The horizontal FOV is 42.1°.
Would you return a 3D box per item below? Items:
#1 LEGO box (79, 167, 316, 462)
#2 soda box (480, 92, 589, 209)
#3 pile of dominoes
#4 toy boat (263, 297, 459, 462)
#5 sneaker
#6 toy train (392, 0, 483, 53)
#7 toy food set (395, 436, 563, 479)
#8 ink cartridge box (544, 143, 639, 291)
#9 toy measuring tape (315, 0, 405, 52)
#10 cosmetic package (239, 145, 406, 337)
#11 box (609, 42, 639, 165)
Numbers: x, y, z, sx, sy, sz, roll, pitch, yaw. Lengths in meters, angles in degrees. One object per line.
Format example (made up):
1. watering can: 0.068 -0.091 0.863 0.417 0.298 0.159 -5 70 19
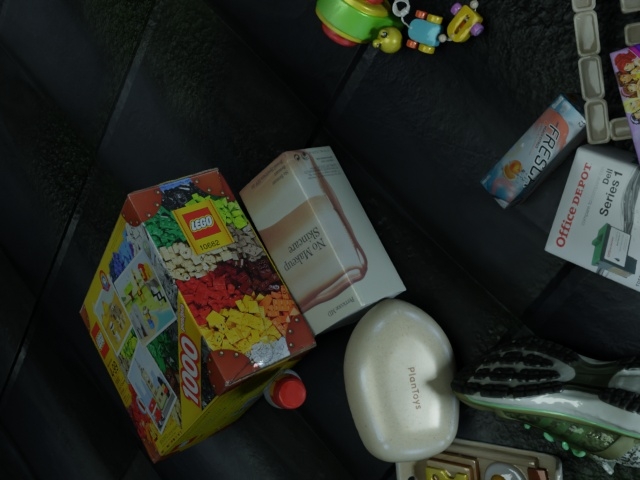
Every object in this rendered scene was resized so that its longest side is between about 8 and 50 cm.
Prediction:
1. LEGO box: -0.260 0.161 1.589 0.372 0.193 0.500 59 145 15
2. soda box: 0.317 -0.128 1.197 0.058 0.063 0.183 52 127 19
3. pile of dominoes: 0.435 -0.262 1.078 0.196 0.040 0.251 -6 97 21
4. toy boat: 0.068 0.233 1.369 0.148 0.318 0.267 146 120 -79
5. sneaker: 0.370 0.264 1.201 0.410 0.158 0.182 4 120 45
6. toy train: 0.196 -0.356 1.266 0.166 0.046 0.125 -19 86 38
7. toy food set: 0.259 0.448 1.355 0.306 0.092 0.220 0 100 40
8. ink cartridge box: 0.430 -0.022 1.103 0.219 0.092 0.160 26 114 33
9. toy measuring tape: 0.014 -0.418 1.360 0.330 0.121 0.121 50 127 21
10. cosmetic package: 0.000 0.000 1.453 0.153 0.129 0.296 -38 75 39
11. box: 0.479 -0.117 0.977 0.201 0.057 0.293 -17 72 24
